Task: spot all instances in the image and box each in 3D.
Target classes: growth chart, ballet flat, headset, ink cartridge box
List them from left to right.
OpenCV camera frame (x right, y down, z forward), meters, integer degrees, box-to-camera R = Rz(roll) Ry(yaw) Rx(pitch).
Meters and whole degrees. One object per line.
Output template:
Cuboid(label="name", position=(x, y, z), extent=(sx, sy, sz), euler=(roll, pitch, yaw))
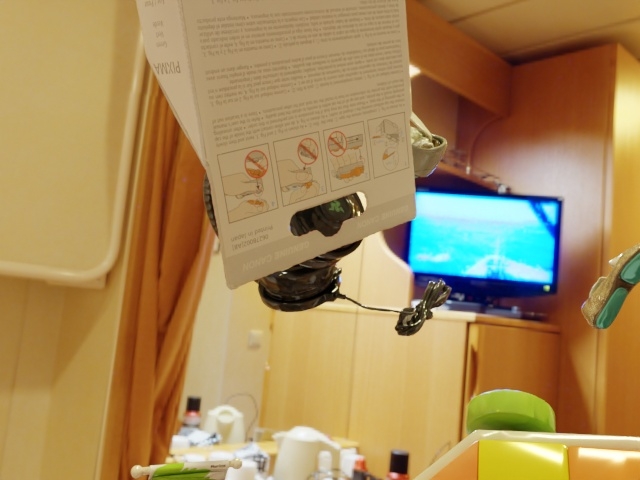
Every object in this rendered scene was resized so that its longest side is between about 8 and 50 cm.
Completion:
Cuboid(label="growth chart", position=(-0.170, 0.404, 0.886), extent=(0.172, 0.237, 0.021), euler=(-2, 11, -23))
Cuboid(label="ink cartridge box", position=(-0.018, -0.103, 0.427), extent=(0.181, 0.224, 0.056), euler=(-20, 23, -37))
Cuboid(label="headset", position=(0.000, 0.000, 0.969), extent=(0.394, 0.185, 0.243), euler=(39, -40, 16))
Cuboid(label="ballet flat", position=(0.057, -0.151, 0.782), extent=(0.213, 0.072, 0.068), euler=(27, -55, -12))
Cuboid(label="ballet flat", position=(0.568, 0.073, 1.240), extent=(0.073, 0.206, 0.067), euler=(28, 12, -28))

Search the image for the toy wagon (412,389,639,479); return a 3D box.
Cuboid(label="toy wagon", position=(0.191, 0.201, 0.306), extent=(0.344, 0.267, 0.068), euler=(-2, -43, 18))
